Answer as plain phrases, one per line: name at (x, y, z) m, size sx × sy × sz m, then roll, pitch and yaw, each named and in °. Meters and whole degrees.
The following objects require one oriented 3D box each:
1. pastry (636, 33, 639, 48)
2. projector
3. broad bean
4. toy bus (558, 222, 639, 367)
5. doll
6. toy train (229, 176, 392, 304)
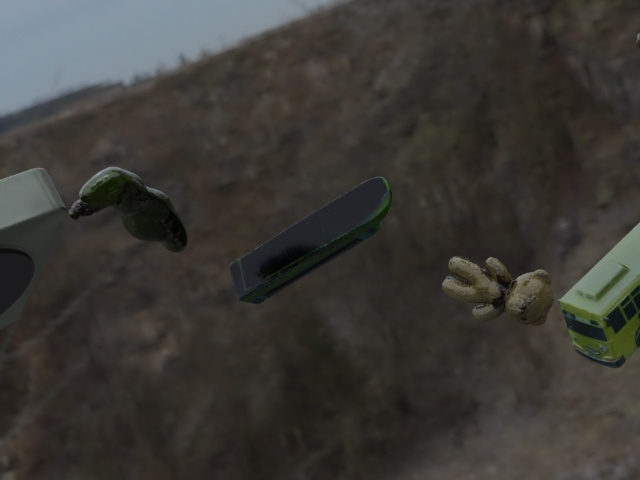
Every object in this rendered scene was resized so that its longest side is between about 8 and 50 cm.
pastry at (0.473, -0.280, 1.966) m, size 0.329 × 0.136 × 0.329 m, roll -46°, pitch -12°, yaw -13°
projector at (-0.377, 0.042, 1.601) m, size 0.259 × 0.079 × 0.257 m, roll -23°, pitch -17°, yaw -31°
broad bean at (-0.183, -0.033, 1.732) m, size 0.046 × 0.061 × 0.195 m, roll 27°, pitch 3°, yaw 27°
toy bus at (0.370, 0.060, 2.103) m, size 0.175 × 0.101 × 0.088 m, roll -41°, pitch 33°, yaw -18°
doll at (0.158, 0.045, 1.570) m, size 0.093 × 0.061 × 0.051 m, roll 24°, pitch 23°, yaw 30°
toy train at (0.000, 0.000, 1.822) m, size 0.209 × 0.044 × 0.042 m, roll -31°, pitch -27°, yaw 27°
